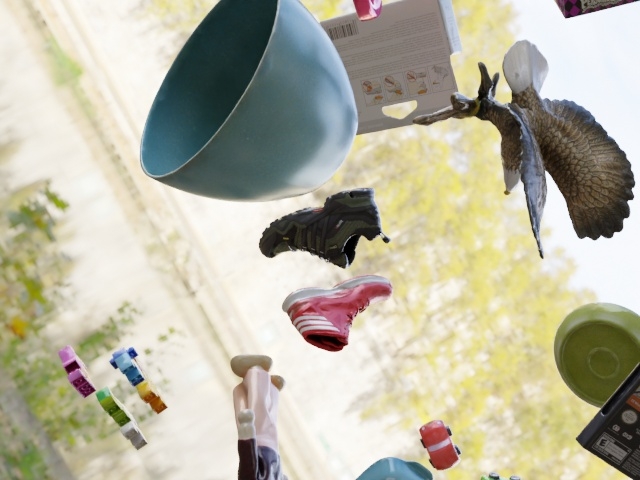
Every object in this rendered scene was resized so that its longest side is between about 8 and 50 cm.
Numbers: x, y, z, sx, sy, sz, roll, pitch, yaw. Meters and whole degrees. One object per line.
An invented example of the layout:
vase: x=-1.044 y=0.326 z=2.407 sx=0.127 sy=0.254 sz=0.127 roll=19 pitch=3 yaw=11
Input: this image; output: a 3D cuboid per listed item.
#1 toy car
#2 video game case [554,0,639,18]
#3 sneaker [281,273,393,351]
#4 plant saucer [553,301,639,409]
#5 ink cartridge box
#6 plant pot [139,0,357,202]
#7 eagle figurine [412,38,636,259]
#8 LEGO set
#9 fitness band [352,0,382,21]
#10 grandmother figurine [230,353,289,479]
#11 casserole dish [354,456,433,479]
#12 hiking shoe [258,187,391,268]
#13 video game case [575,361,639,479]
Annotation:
toy car: x=0.283 y=0.464 z=2.096 sx=0.053 sy=0.225 sz=0.239 roll=-90 pitch=-173 yaw=-80
video game case: x=0.386 y=-0.374 z=1.447 sx=0.232 sy=0.210 sz=0.041 roll=-99 pitch=175 yaw=-54
sneaker: x=0.049 y=0.142 z=2.028 sx=0.087 sy=0.221 sz=0.128 roll=106 pitch=-35 yaw=-48
plant saucer: x=0.581 y=0.244 z=2.282 sx=0.037 sy=0.241 sz=0.241 roll=-26 pitch=87 yaw=-53
ink cartridge box: x=0.148 y=-0.343 z=2.189 sx=0.060 sy=0.275 sz=0.238 roll=-31 pitch=109 yaw=-52
plant pot: x=-0.069 y=-0.162 z=1.431 sx=0.195 sy=0.290 sz=0.290 roll=31 pitch=11 yaw=-29
eagle figurine: x=0.330 y=-0.132 z=1.720 sx=0.298 sy=0.226 sz=0.225 roll=48 pitch=-2 yaw=34
LEGO set: x=-0.280 y=0.191 z=1.559 sx=0.093 sy=0.087 sz=0.227 roll=53 pitch=-8 yaw=36
fitness band: x=0.055 y=-0.488 z=1.759 sx=0.209 sy=0.054 sz=0.290 roll=-91 pitch=167 yaw=-54
grandmother figurine: x=-0.100 y=0.361 z=1.836 sx=0.208 sy=0.104 sz=0.342 roll=53 pitch=24 yaw=-39
casserole dish: x=0.081 y=0.378 z=1.538 sx=0.114 sy=0.188 sz=0.037 roll=38 pitch=19 yaw=-14
hiking shoe: x=0.000 y=0.000 z=1.792 sx=0.086 sy=0.227 sz=0.114 roll=-8 pitch=76 yaw=-59
video game case: x=0.601 y=0.305 z=1.894 sx=0.275 sy=0.248 sz=0.035 roll=34 pitch=10 yaw=-27
